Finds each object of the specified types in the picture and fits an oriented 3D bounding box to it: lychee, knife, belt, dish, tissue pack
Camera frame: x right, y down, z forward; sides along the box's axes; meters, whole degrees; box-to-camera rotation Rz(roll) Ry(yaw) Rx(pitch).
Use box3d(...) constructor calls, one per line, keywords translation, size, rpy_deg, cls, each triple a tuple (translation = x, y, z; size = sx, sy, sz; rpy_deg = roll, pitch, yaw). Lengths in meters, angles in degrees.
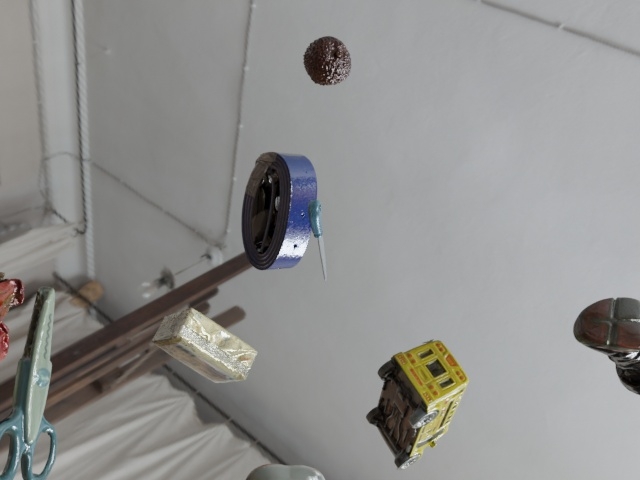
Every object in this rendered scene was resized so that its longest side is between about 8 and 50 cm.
box3d(translation=(0.016, -0.438, 1.716), size=(0.123, 0.123, 0.129), rpy_deg=(62, -6, -3), cls="lychee")
box3d(translation=(0.000, -0.002, 1.805), size=(0.032, 0.058, 0.244), rpy_deg=(-5, -53, 8), cls="knife")
box3d(translation=(-0.123, -0.086, 2.048), size=(0.212, 0.117, 0.346), rpy_deg=(21, -73, 44), cls="belt")
box3d(translation=(-0.075, 0.578, 1.470), size=(0.229, 0.081, 0.229), rpy_deg=(0, -65, 0), cls="dish")
box3d(translation=(-0.263, 0.243, 1.592), size=(0.196, 0.092, 0.148), rpy_deg=(40, -33, -23), cls="tissue pack")

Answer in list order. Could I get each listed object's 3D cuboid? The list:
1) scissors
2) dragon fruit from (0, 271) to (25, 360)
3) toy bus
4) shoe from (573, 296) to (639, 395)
box3d(translation=(-0.419, 0.209, 1.014), size=(0.041, 0.138, 0.289), rpy_deg=(-4, -106, 22), cls="scissors")
box3d(translation=(-0.608, 0.112, 1.213), size=(0.134, 0.211, 0.262), rpy_deg=(-40, -86, 23), cls="dragon fruit")
box3d(translation=(0.205, 0.356, 1.498), size=(0.144, 0.152, 0.330), rpy_deg=(56, -23, 31), cls="toy bus")
box3d(translation=(0.553, 0.192, 1.201), size=(0.291, 0.114, 0.137), rpy_deg=(20, -46, -9), cls="shoe")
